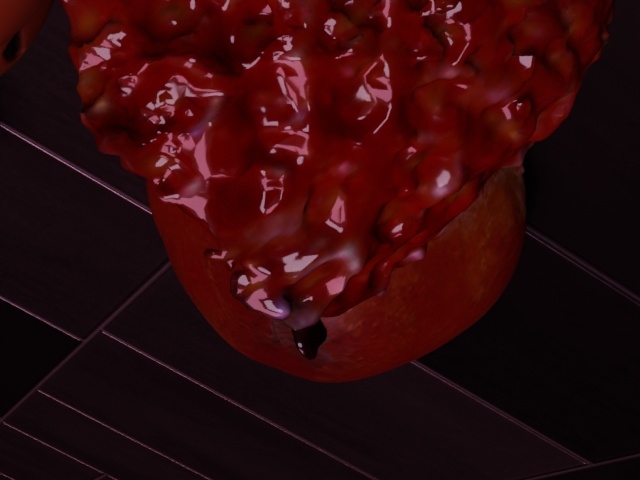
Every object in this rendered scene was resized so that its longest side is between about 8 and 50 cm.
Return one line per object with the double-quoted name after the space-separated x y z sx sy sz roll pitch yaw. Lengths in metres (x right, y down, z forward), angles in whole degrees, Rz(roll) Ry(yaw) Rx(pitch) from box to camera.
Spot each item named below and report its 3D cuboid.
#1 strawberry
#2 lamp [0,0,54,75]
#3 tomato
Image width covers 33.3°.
0.023 -0.091 0.403 0.178 0.234 0.234 -24 129 26 "strawberry"
-0.209 -0.148 0.490 0.187 0.164 0.187 15 150 9 "lamp"
0.000 0.000 0.606 0.233 0.139 0.200 27 140 -11 "tomato"
